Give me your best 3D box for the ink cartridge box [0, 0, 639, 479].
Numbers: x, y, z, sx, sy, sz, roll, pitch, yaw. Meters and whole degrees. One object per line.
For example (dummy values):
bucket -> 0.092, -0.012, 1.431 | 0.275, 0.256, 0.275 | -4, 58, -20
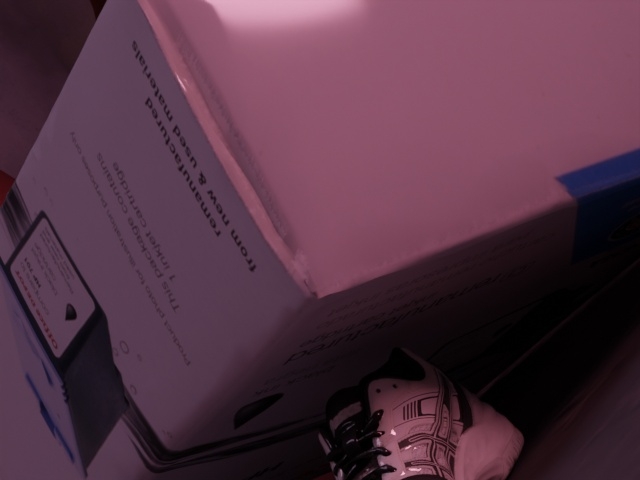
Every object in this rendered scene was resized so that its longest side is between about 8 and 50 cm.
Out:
ink cartridge box -> 0.000, 0.000, 0.433 | 0.140, 0.082, 0.190 | -20, -18, -31

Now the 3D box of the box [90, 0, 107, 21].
box -> 0.075, -0.136, 0.687 | 0.191, 0.143, 0.381 | -11, 16, 24

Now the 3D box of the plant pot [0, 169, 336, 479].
plant pot -> -0.152, 0.085, 0.627 | 0.275, 0.243, 0.275 | -47, -2, -2

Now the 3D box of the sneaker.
sneaker -> 0.012, 0.046, 0.339 | 0.032, 0.037, 0.083 | -46, 1, 20
